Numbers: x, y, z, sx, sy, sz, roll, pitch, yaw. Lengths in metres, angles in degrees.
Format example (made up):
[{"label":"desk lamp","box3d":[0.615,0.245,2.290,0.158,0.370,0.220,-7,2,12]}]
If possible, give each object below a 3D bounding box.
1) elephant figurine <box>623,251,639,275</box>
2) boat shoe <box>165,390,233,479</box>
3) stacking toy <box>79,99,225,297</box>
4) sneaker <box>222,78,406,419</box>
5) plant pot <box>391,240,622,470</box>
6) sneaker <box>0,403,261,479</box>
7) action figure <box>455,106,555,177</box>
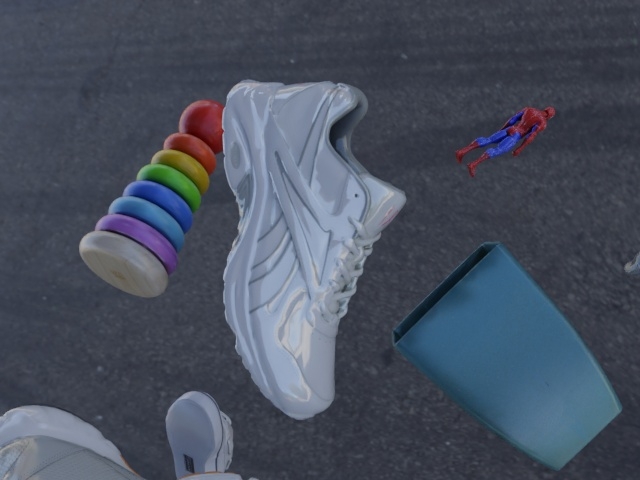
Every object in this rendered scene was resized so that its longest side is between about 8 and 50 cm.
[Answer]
[{"label":"elephant figurine","box3d":[0.589,-0.042,1.262,0.186,0.169,0.239,27,58,19]},{"label":"boat shoe","box3d":[-0.180,0.302,1.356,0.095,0.258,0.084,28,48,14]},{"label":"stacking toy","box3d":[-0.228,-0.080,1.346,0.141,0.141,0.330,5,55,35]},{"label":"sneaker","box3d":[0.000,0.000,0.574,0.115,0.090,0.232,-6,86,18]},{"label":"plant pot","box3d":[0.224,0.142,1.031,0.165,0.166,0.234,-44,88,3]},{"label":"sneaker","box3d":[-0.097,0.200,0.546,0.099,0.262,0.121,-61,24,6]},{"label":"action figure","box3d":[0.198,-0.109,0.918,0.115,0.030,0.038,-32,52,-4]}]
